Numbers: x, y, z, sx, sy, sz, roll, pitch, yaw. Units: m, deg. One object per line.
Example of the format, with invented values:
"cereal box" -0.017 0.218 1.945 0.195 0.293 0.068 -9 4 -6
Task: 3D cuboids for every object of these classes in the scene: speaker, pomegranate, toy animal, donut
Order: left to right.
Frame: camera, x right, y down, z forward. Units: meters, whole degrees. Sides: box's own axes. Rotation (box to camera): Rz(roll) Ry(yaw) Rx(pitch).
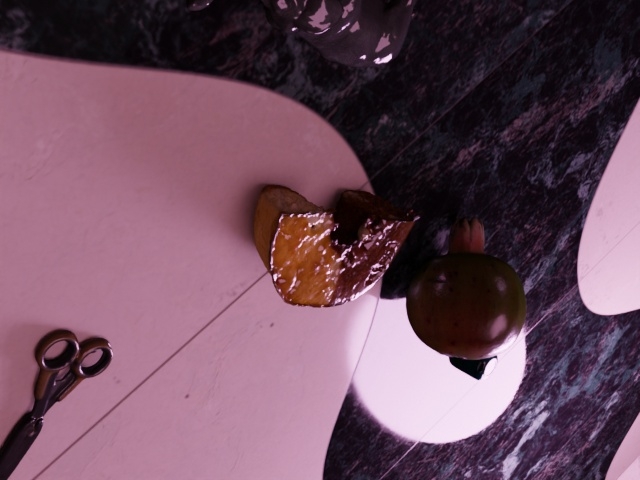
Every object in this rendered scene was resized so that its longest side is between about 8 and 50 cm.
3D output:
"donut" -0.001 0.000 0.900 0.217 0.085 0.141 5 117 -45
"toy animal" 0.007 -0.243 0.715 0.269 0.082 0.137 5 115 -46
"pomegranate" 0.216 0.068 1.111 0.180 0.180 0.209 14 81 -48
"speaker" 0.274 0.189 1.321 0.094 0.075 0.060 -56 142 -8

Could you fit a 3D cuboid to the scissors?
"scissors" -0.306 0.191 0.813 0.088 0.017 0.220 25 102 -51
